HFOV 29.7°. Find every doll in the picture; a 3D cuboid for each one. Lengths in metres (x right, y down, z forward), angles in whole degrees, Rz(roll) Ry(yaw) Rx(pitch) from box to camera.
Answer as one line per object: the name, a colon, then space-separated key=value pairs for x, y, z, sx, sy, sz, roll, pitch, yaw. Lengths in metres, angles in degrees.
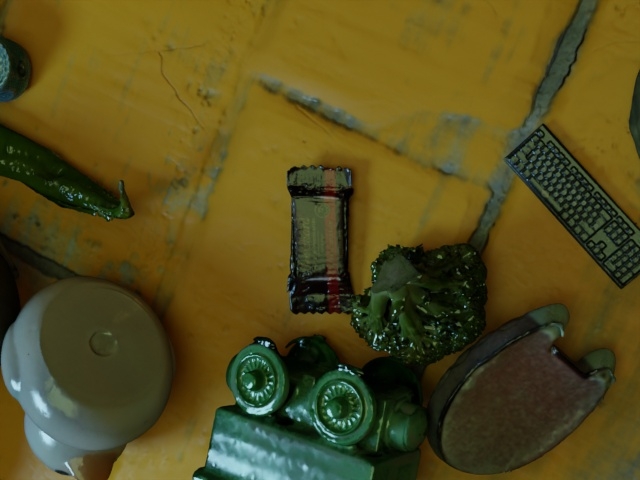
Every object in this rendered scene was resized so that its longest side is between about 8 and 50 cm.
doll: x=-0.291 y=0.176 z=1.484 sx=0.221 sy=0.221 sz=0.251 roll=-24 pitch=67 yaw=18

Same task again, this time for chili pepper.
chili pepper: x=-0.375 y=-0.100 z=1.515 sx=0.359 sy=0.076 sz=0.085 roll=20 pitch=121 yaw=18

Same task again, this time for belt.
belt: x=-0.514 y=-0.244 z=1.539 sx=0.302 sy=0.072 sz=0.087 roll=15 pitch=98 yaw=14

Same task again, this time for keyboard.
keyboard: x=0.294 y=-0.039 z=1.356 sx=0.063 sy=0.010 sz=0.198 roll=-43 pitch=84 yaw=19

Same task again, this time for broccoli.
broccoli: x=0.110 y=0.070 z=1.364 sx=0.162 sy=0.138 sz=0.146 roll=-13 pitch=55 yaw=28

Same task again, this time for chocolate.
chocolate: x=0.000 y=0.000 z=1.440 sx=0.086 sy=0.028 sz=0.182 roll=-1 pitch=97 yaw=9

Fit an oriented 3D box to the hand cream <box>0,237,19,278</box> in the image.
hand cream: x=-0.448 y=-0.018 z=1.574 sx=0.057 sy=0.037 sz=0.165 roll=-21 pitch=98 yaw=17

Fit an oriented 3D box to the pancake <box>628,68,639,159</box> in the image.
pancake: x=0.471 y=-0.124 z=1.273 sx=0.294 sy=0.049 sz=0.294 roll=2 pitch=97 yaw=18

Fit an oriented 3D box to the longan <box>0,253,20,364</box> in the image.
longan: x=-0.483 y=0.068 z=1.483 sx=0.248 sy=0.248 sz=0.248 roll=2 pitch=97 yaw=16

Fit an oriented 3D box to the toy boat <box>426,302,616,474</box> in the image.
toy boat: x=0.216 y=0.169 z=1.368 sx=0.155 sy=0.085 sz=0.227 roll=41 pitch=105 yaw=-19

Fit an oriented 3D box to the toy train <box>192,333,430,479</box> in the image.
toy train: x=-0.005 y=0.217 z=1.387 sx=0.266 sy=0.145 sz=0.202 roll=14 pitch=97 yaw=32
